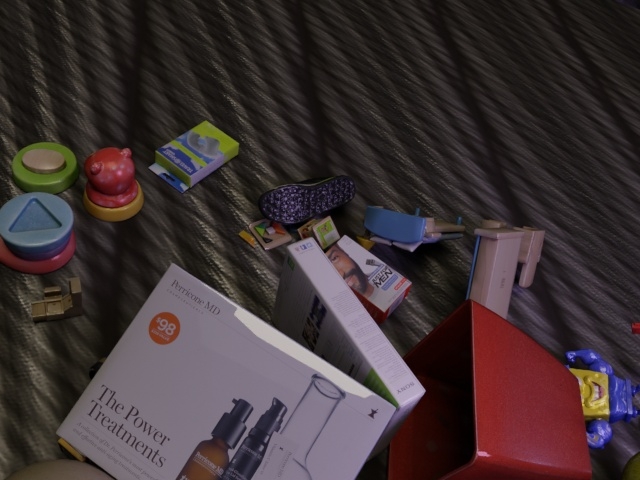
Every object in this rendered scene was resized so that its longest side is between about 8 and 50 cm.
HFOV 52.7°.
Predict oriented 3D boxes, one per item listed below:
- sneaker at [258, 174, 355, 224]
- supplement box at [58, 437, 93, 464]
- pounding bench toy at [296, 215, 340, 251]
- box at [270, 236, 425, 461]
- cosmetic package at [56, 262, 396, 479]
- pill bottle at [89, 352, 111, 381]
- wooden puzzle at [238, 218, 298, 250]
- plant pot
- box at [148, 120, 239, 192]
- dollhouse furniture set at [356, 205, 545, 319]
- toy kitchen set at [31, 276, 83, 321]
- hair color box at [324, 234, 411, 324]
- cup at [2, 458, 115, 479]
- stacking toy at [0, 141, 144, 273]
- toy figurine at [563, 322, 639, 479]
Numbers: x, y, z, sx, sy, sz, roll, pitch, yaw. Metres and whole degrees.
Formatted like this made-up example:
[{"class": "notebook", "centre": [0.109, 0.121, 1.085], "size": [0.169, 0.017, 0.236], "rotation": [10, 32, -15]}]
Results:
[{"class": "sneaker", "centre": [-0.034, -0.089, 1.398], "size": [0.234, 0.084, 0.097], "rotation": [-12, 12, -27]}, {"class": "supplement box", "centre": [-0.360, 0.308, 1.017], "size": [0.055, 0.043, 0.083], "rotation": [35, 53, 15]}, {"class": "pounding bench toy", "centre": [0.000, 0.000, 1.343], "size": [0.052, 0.065, 0.083], "rotation": [-35, 105, -33]}, {"class": "box", "centre": [0.030, 0.184, 1.086], "size": [0.058, 0.232, 0.322], "rotation": [-21, 60, -26]}, {"class": "cosmetic package", "centre": [-0.127, 0.250, 0.902], "size": [0.377, 0.097, 0.284], "rotation": [31, 79, 11]}, {"class": "pill bottle", "centre": [-0.258, 0.198, 1.078], "size": [0.123, 0.123, 0.219], "rotation": [41, 54, 19]}, {"class": "wooden puzzle", "centre": [-0.106, -0.017, 1.357], "size": [0.116, 0.014, 0.078], "rotation": [-29, 64, -31]}, {"class": "plant pot", "centre": [0.276, 0.299, 1.052], "size": [0.235, 0.267, 0.267], "rotation": [20, 49, -13]}, {"class": "box", "centre": [-0.280, -0.189, 1.437], "size": [0.109, 0.042, 0.178], "rotation": [35, 52, 16]}, {"class": "dollhouse furniture set", "centre": [0.259, 0.046, 1.357], "size": [0.303, 0.198, 0.286], "rotation": [16, 11, 36]}, {"class": "toy kitchen set", "centre": [-0.469, 0.091, 1.144], "size": [0.083, 0.075, 0.068], "rotation": [-7, 53, -23]}, {"class": "hair color box", "centre": [0.082, 0.074, 1.263], "size": [0.167, 0.053, 0.093], "rotation": [35, 58, 19]}, {"class": "cup", "centre": [-0.334, 0.416, 0.795], "size": [0.331, 0.331, 0.237], "rotation": [-6, 27, -18]}, {"class": "stacking toy", "centre": [-0.532, -0.108, 1.255], "size": [0.279, 0.130, 0.309], "rotation": [32, 51, 12]}, {"class": "toy figurine", "centre": [0.504, 0.327, 1.180], "size": [0.217, 0.191, 0.363], "rotation": [-2, 53, 24]}]
